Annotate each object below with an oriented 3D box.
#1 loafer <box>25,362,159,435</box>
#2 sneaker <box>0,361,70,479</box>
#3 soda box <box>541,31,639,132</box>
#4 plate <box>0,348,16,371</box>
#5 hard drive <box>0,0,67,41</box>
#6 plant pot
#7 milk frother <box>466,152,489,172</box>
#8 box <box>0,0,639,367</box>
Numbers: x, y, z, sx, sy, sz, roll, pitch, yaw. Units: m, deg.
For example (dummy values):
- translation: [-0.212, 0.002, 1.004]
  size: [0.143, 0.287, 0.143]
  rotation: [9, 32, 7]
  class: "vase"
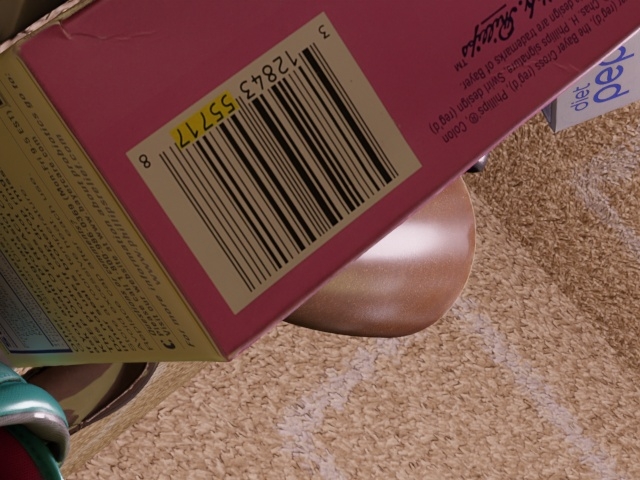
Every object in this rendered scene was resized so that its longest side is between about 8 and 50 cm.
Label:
- translation: [-0.241, 0.149, 1.576]
  size: [0.220, 0.080, 0.078]
  rotation: [-41, 176, 3]
  class: "loafer"
- translation: [-0.183, 0.072, 0.685]
  size: [0.124, 0.178, 0.295]
  rotation: [-40, 176, -7]
  class: "sneaker"
- translation: [0.180, -0.191, 1.077]
  size: [0.098, 0.091, 0.286]
  rotation: [-21, 153, -5]
  class: "soda box"
- translation: [-0.167, 0.026, 0.904]
  size: [0.278, 0.045, 0.277]
  rotation: [-45, -169, 36]
  class: "plate"
- translation: [0.017, -0.207, 0.569]
  size: [0.318, 0.040, 0.210]
  rotation: [-39, 176, -28]
  class: "hard drive"
- translation: [0.000, 0.000, 1.581]
  size: [0.215, 0.215, 0.230]
  rotation: [-44, 161, 29]
  class: "plant pot"
- translation: [0.045, -0.111, 1.079]
  size: [0.129, 0.143, 0.134]
  rotation: [-1, -176, -35]
  class: "milk frother"
- translation: [-0.035, -0.059, 0.632]
  size: [0.213, 0.117, 0.243]
  rotation: [-38, -167, -24]
  class: "box"
